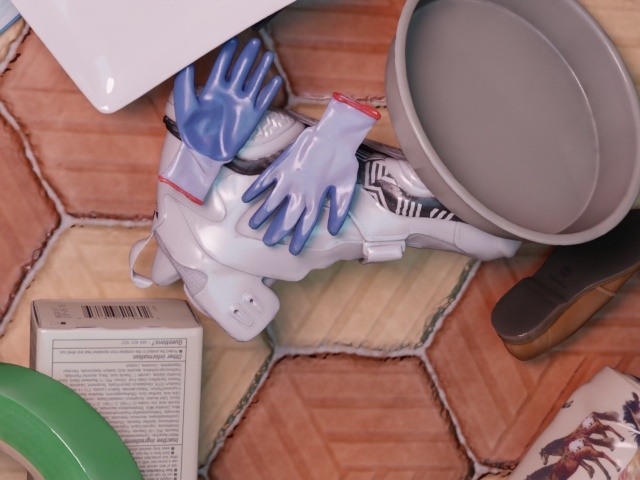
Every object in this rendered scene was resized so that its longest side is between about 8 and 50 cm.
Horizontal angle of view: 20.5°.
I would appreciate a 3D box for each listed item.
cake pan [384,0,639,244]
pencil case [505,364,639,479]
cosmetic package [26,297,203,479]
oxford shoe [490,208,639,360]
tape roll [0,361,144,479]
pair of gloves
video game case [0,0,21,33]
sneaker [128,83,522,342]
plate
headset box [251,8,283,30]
[{"bbox_3d":[0.179,-0.125,1.664,0.293,0.054,0.293,14,62,-28],"label":"cake pan"},{"bbox_3d":[0.246,0.311,1.793,0.160,0.183,0.410,36,92,-35],"label":"pencil case"},{"bbox_3d":[-0.201,0.217,1.703,0.160,0.113,0.309,1,103,-13],"label":"cosmetic package"},{"bbox_3d":[0.268,0.044,1.806,0.212,0.076,0.076,-35,138,-5],"label":"oxford shoe"},{"bbox_3d":[-0.304,0.273,1.620,0.321,0.077,0.321,5,101,24],"label":"tape roll"},{"bbox_3d":[-0.051,-0.087,1.590,0.198,0.023,0.159,29,93,-10],"label":"pair of gloves"},{"bbox_3d":[-0.329,-0.267,1.609,0.119,0.015,0.166,-41,109,0],"label":"video game case"},{"bbox_3d":[0.000,0.000,1.690,0.366,0.137,0.210,19,99,-11],"label":"sneaker"},{"bbox_3d":[-0.159,-0.280,1.502,0.277,0.045,0.278,-29,114,22],"label":"plate"},{"bbox_3d":[-0.052,-0.362,1.554,0.246,0.131,0.283,-39,110,19],"label":"headset box"}]
